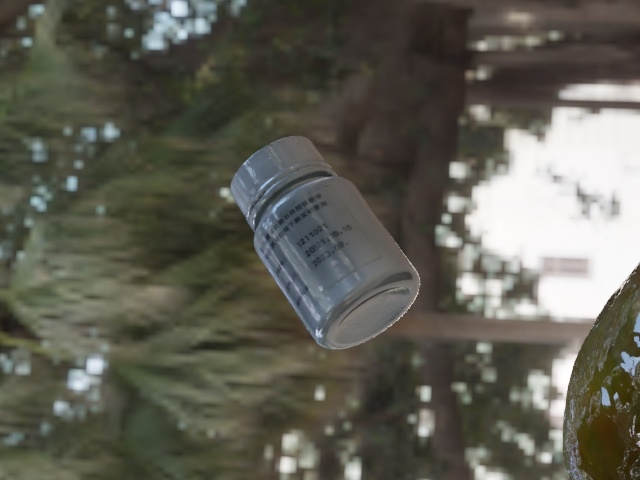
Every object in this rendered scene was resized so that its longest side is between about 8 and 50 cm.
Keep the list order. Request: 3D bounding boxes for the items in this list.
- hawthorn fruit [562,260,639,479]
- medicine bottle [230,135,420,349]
[{"bbox_3d":[0.305,0.100,1.236,0.301,0.268,0.267,-46,-43,-58],"label":"hawthorn fruit"},{"bbox_3d":[0.000,0.000,1.249,0.130,0.080,0.080,55,177,25],"label":"medicine bottle"}]
